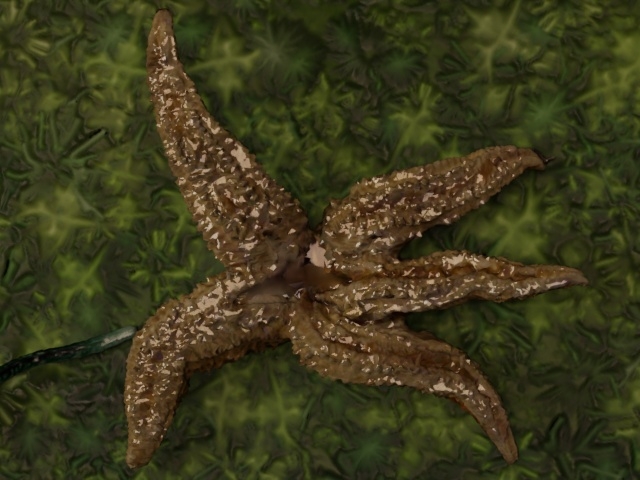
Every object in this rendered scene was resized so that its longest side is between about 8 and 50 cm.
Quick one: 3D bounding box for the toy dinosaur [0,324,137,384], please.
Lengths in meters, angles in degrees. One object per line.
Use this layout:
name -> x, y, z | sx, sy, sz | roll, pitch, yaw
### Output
toy dinosaur -> -0.298, 0.166, 1.110 | 0.383, 0.129, 0.076 | -40, 86, -24

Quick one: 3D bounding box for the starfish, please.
starfish -> 0.025, 0.008, 1.077 | 0.293, 0.084, 0.302 | 4, 87, 5
